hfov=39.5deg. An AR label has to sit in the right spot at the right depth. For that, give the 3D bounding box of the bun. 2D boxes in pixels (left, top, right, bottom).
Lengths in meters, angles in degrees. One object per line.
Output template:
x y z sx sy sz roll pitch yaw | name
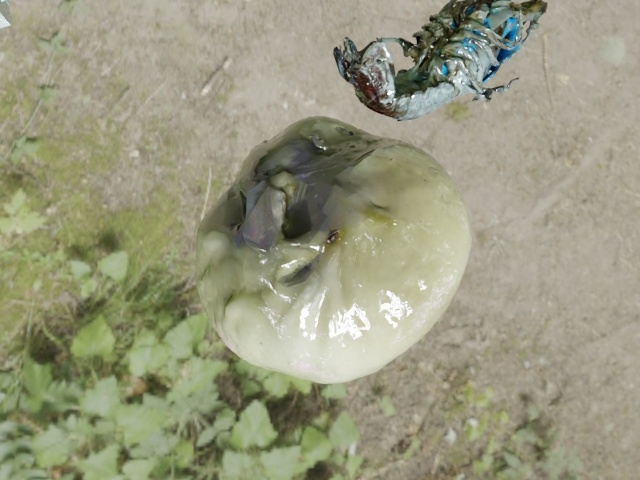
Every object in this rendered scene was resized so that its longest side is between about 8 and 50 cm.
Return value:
0.001 0.005 0.847 0.272 0.273 0.168 -24 152 9 | bun

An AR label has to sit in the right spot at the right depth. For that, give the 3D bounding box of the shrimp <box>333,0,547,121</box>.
0.075 -0.118 0.567 0.174 0.082 0.076 -29 132 -34 | shrimp

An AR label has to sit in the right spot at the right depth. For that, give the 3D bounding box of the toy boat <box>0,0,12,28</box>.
-0.242 -0.231 0.747 0.149 0.105 0.034 -44 141 -10 | toy boat
